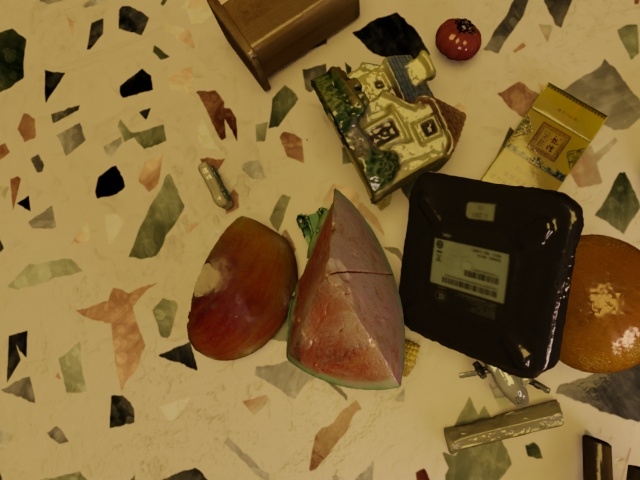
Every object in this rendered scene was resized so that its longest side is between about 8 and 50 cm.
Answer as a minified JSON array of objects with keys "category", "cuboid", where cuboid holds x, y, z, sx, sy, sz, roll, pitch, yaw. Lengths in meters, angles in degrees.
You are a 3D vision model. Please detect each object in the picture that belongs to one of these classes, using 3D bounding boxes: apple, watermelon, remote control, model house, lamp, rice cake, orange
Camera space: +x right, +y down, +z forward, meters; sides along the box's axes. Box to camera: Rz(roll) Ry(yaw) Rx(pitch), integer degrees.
[{"category":"apple","cuboid":[-0.182,0.125,1.198,0.254,0.179,0.346,21,87,-27]},{"category":"watermelon","cuboid":[0.020,0.120,1.086,0.222,0.292,0.319,-25,119,25]},{"category":"remote control","cuboid":[-0.255,-0.134,1.277,0.032,0.074,0.122,-30,81,7]},{"category":"model house","cuboid":[0.159,-0.266,1.137,0.266,0.261,0.321,-27,86,3]},{"category":"lamp","cuboid":[0.320,-0.467,1.215,0.107,0.092,0.107,7,55,-10]},{"category":"rice cake","cuboid":[0.394,0.400,1.128,0.256,0.052,0.057,-17,52,7]},{"category":"orange","cuboid":[0.534,0.124,1.026,0.274,0.274,0.274,-1,83,9]}]

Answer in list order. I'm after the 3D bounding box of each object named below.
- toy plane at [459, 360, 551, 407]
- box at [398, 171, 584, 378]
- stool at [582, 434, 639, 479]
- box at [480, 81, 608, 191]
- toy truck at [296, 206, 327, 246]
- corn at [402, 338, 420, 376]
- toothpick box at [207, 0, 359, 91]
[{"category":"toy plane","cuboid":[0.367,0.222,1.121,0.182,0.107,0.273,-16,84,20]},{"category":"box","cuboid":[0.305,0.056,1.019,0.359,0.091,0.350,17,111,45]},{"category":"stool","cuboid":[0.626,0.532,0.946,0.310,0.310,0.226,16,86,8]},{"category":"box","cuboid":[0.500,-0.201,1.185,0.153,0.041,0.279,35,90,12]},{"category":"toy truck","cuboid":[0.001,0.001,1.230,0.080,0.078,0.154,-18,68,-1]},{"category":"corn","cuboid":[0.098,0.237,1.171,0.244,0.093,0.093,11,86,9]},{"category":"toothpick box","cuboid":[-0.073,-0.541,1.247,0.308,0.187,0.190,-34,79,0]}]
